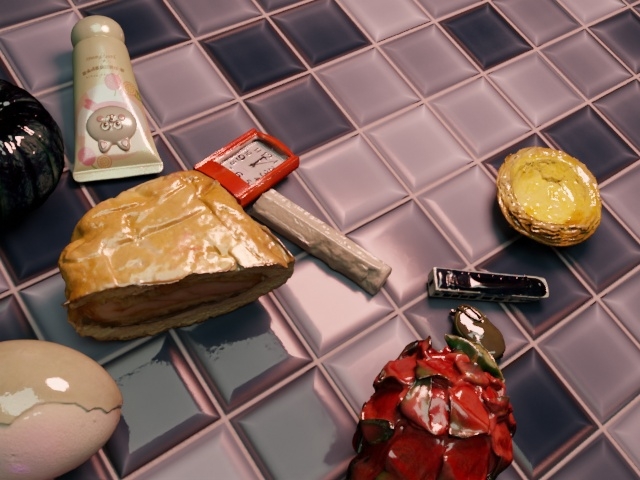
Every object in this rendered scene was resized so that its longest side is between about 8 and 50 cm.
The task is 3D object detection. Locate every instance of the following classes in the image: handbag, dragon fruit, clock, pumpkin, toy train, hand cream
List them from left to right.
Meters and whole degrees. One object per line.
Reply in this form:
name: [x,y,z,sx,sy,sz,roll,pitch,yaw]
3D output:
pumpkin: [-0.506,-0.151,1.008,0.247,0.248,0.248,5,60,-9]
hand cream: [-0.371,-0.245,1.191,0.147,0.093,0.306,-9,72,-17]
clock: [-0.123,-0.119,1.176,0.113,0.061,0.155,35,55,22]
dragon fruit: [0.135,0.268,0.946,0.293,0.233,0.234,-41,72,9]
handbag: [0.254,0.149,1.112,0.072,0.047,0.111,-33,72,-21]
toy train: [0.286,0.078,1.159,0.207,0.047,0.043,5,61,-10]

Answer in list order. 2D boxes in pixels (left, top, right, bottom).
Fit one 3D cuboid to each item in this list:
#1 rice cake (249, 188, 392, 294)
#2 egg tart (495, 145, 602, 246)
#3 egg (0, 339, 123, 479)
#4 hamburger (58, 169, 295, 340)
rice cake: [0.000,0.000,1.143,0.256,0.052,0.057,33,86,7]
egg tart: [0.408,-0.073,1.247,0.212,0.090,0.213,7,59,-11]
egg: [-0.362,0.214,0.863,0.217,0.183,0.183,-4,61,-3]
hamburger: [-0.220,0.008,1.027,0.329,0.162,0.209,-12,61,-16]
